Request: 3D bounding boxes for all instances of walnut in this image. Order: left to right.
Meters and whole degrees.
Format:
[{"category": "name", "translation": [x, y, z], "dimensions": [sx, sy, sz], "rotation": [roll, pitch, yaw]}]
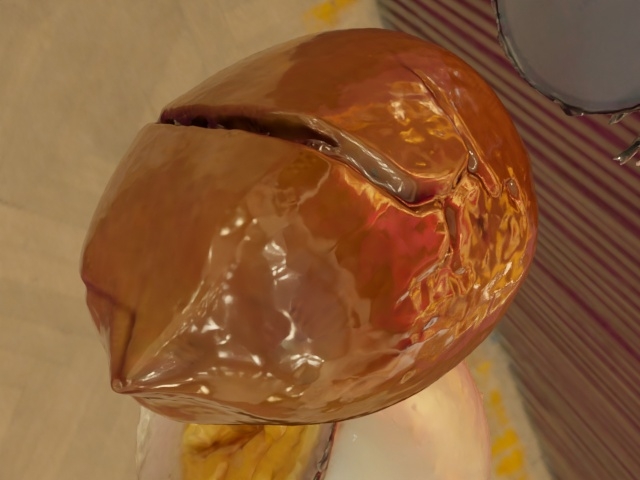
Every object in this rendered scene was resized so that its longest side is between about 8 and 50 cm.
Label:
[{"category": "walnut", "translation": [0.000, 0.000, 0.656], "dimensions": [0.298, 0.203, 0.203], "rotation": [-41, 136, -49]}]

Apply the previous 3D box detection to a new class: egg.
[{"category": "egg", "translation": [0.028, 0.216, 1.377], "dimensions": [0.340, 0.354, 0.354], "rotation": [23, 106, -37]}]

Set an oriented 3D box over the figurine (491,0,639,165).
[{"category": "figurine", "translation": [0.331, -0.143, 0.950], "dimensions": [0.277, 0.248, 0.388], "rotation": [-25, 163, 39]}]
